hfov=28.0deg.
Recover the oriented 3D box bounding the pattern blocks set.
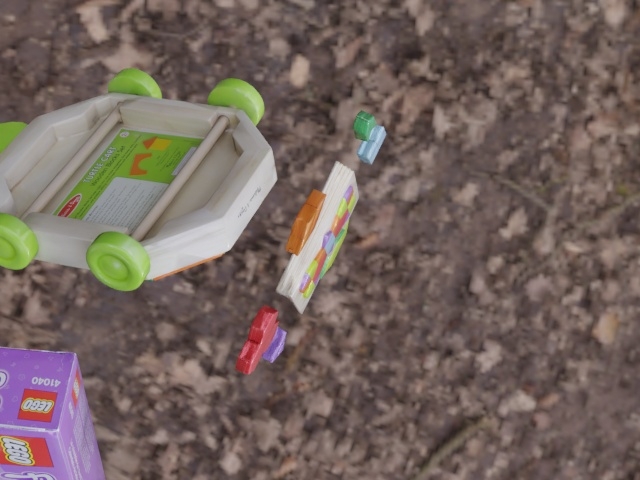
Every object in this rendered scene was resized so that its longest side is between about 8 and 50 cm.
[{"bbox_3d":[0.000,0.000,1.540,0.325,0.026,0.285,-67,171,7],"label":"pattern blocks set"}]

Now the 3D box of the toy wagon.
[{"bbox_3d":[-0.219,-0.068,1.243,0.267,0.344,0.068,-59,149,-43],"label":"toy wagon"}]

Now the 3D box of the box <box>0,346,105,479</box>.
[{"bbox_3d":[-0.248,0.160,0.855,0.293,0.201,0.057,93,2,-55],"label":"box"}]
